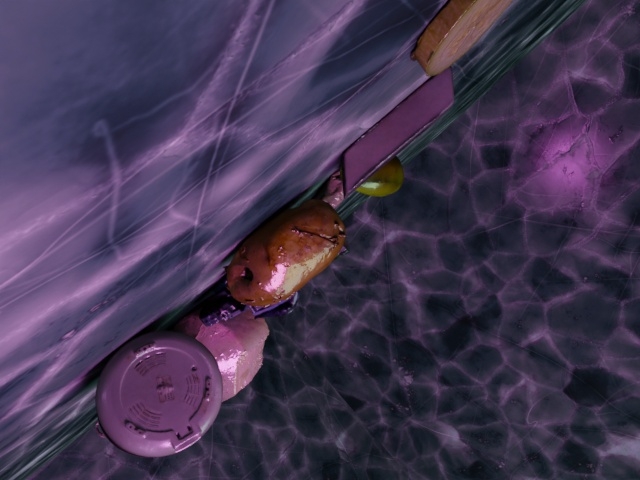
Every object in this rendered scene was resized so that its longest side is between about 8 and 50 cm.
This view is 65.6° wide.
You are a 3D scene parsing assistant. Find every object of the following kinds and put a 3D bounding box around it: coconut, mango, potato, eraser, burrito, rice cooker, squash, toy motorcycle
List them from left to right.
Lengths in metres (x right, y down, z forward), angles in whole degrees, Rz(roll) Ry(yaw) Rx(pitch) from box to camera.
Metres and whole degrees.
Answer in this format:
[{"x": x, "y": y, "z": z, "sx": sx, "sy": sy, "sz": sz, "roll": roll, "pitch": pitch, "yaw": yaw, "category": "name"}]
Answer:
[{"x": -0.378, "y": 0.365, "z": 1.170, "sx": 0.288, "sy": 0.288, "sz": 0.277, "roll": -39, "pitch": 175, "yaw": -31, "category": "rice cooker"}, {"x": -0.321, "y": 0.340, "z": 1.510, "sx": 0.297, "sy": 0.297, "sz": 0.309, "roll": -42, "pitch": 180, "yaw": 27, "category": "coconut"}, {"x": -0.142, "y": 0.097, "z": 1.342, "sx": 0.416, "sy": 0.172, "sz": 0.232, "roll": -32, "pitch": -165, "yaw": 21, "category": "toy motorcycle"}, {"x": -0.077, "y": 0.029, "z": 1.107, "sx": 0.300, "sy": 0.173, "sz": 0.140, "roll": -36, "pitch": -144, "yaw": -9, "category": "potato"}, {"x": 0.011, "y": -0.101, "z": 1.298, "sx": 0.229, "sy": 0.063, "sz": 0.058, "roll": -47, "pitch": -159, "yaw": 56, "category": "burrito"}, {"x": 0.132, "y": -0.174, "z": 1.240, "sx": 0.232, "sy": 0.125, "sz": 0.111, "roll": -1, "pitch": 150, "yaw": -48, "category": "mango"}, {"x": 0.166, "y": -0.235, "z": 1.096, "sx": 0.352, "sy": 0.077, "sz": 0.111, "roll": -41, "pitch": 177, "yaw": -3, "category": "eraser"}, {"x": 0.228, "y": -0.334, "z": 0.732, "sx": 0.219, "sy": 0.041, "sz": 0.219, "roll": -41, "pitch": 177, "yaw": -2, "category": "squash"}]

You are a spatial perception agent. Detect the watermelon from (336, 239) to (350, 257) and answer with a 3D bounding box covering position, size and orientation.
[{"x": 0.000, "y": 0.000, "z": 1.909, "sx": 0.260, "sy": 0.255, "sz": 0.176, "roll": 12, "pitch": 84, "yaw": -77, "category": "watermelon"}]
